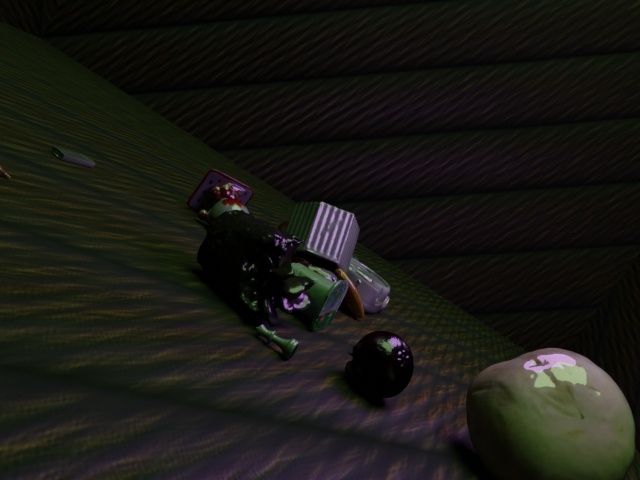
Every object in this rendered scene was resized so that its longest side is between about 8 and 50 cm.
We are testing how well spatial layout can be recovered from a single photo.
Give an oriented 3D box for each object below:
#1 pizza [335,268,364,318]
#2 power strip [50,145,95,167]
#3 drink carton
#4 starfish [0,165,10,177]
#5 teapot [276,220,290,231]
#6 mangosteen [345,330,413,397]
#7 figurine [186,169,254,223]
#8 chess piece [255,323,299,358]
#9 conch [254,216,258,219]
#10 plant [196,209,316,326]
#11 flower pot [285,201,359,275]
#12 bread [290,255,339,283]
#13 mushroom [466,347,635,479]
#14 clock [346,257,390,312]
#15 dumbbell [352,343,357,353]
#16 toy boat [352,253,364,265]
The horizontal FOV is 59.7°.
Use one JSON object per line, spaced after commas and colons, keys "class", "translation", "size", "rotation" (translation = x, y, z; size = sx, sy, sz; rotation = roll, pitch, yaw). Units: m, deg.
{"class": "pizza", "translation": [0.082, 0.172, 1.769], "size": [0.178, 0.041, 0.131], "rotation": [57, -28, -2]}
{"class": "power strip", "translation": [-0.664, -0.224, 1.513], "size": [0.051, 0.019, 0.136], "rotation": [34, 8, 21]}
{"class": "drink carton", "translation": [-0.025, 0.134, 1.447], "size": [0.142, 0.144, 0.146], "rotation": [29, 6, 20]}
{"class": "starfish", "translation": [-0.670, -0.157, 1.031], "size": [0.176, 0.053, 0.208], "rotation": [47, 19, 24]}
{"class": "teapot", "translation": [-0.081, -0.026, 2.179], "size": [0.178, 0.135, 0.252], "rotation": [35, 8, -13]}
{"class": "mangosteen", "translation": [0.128, 0.274, 1.233], "size": [0.152, 0.153, 0.152], "rotation": [32, 8, -5]}
{"class": "figurine", "translation": [-0.282, -0.077, 1.731], "size": [0.183, 0.160, 0.226], "rotation": [26, 20, -38]}
{"class": "chess piece", "translation": [-0.092, 0.200, 1.135], "size": [0.093, 0.042, 0.042], "rotation": [30, 7, 13]}
{"class": "conch", "translation": [-0.247, -0.041, 1.922], "size": [0.180, 0.088, 0.065], "rotation": [23, -33, -18]}
{"class": "plant", "translation": [-0.135, 0.058, 1.271], "size": [0.276, 0.189, 0.199], "rotation": [36, 9, 23]}
{"class": "flower pot", "translation": [0.000, 0.000, 1.830], "size": [0.239, 0.190, 0.209], "rotation": [23, -19, -9]}
{"class": "bread", "translation": [-0.056, 0.106, 1.685], "size": [0.268, 0.095, 0.139], "rotation": [19, 5, -5]}
{"class": "mushroom", "translation": [0.489, 0.398, 1.251], "size": [0.325, 0.353, 0.353], "rotation": [47, 5, -15]}
{"class": "clock", "translation": [0.135, 0.151, 2.040], "size": [0.265, 0.109, 0.324], "rotation": [36, 8, 25]}
{"class": "dumbbell", "translation": [0.111, 0.290, 1.383], "size": [0.040, 0.036, 0.083], "rotation": [28, 10, -32]}
{"class": "toy boat", "translation": [0.109, 0.084, 2.392], "size": [0.141, 0.092, 0.319], "rotation": [41, 10, 36]}
